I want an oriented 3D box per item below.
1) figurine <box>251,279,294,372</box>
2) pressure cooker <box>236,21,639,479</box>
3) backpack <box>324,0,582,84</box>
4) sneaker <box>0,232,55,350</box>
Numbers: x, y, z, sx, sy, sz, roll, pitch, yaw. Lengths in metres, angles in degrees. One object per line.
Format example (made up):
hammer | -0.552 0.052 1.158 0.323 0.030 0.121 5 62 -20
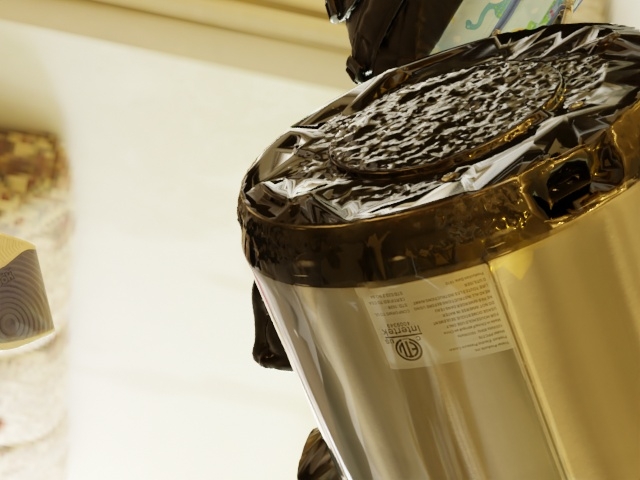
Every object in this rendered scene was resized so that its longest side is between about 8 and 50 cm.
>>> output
figurine | 0.000 0.000 1.440 0.215 0.092 0.209 -35 124 -55
pressure cooker | 0.157 0.081 1.105 0.370 0.375 0.420 13 -49 56
backpack | 0.186 -0.340 1.583 0.290 0.273 0.355 -107 -153 -43
sneaker | -0.444 0.069 1.385 0.182 0.315 0.127 -8 -88 51
